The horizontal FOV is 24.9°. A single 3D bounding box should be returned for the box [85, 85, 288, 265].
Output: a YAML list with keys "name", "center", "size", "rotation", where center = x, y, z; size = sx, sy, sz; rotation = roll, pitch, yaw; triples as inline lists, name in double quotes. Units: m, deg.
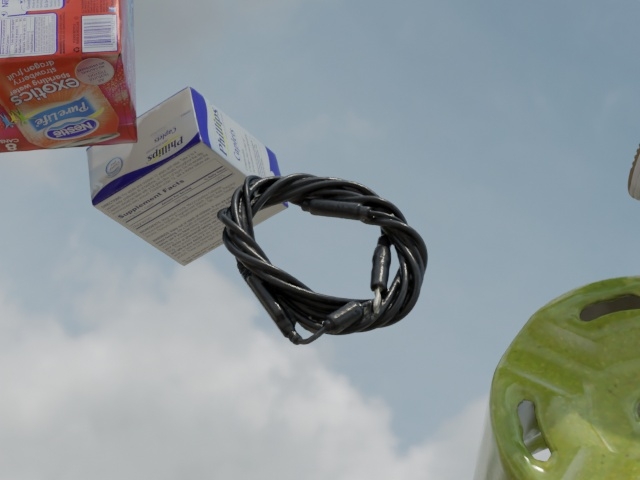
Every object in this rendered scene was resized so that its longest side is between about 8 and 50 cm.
- name: "box"
  center: [-0.122, -0.056, 1.322]
  size: [0.126, 0.072, 0.137]
  rotation: [-29, -39, 20]

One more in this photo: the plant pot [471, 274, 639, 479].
- name: "plant pot"
  center: [0.197, 0.164, 0.892]
  size: [0.276, 0.276, 0.254]
  rotation: [7, -38, 15]

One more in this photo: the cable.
- name: "cable"
  center: [0.000, 0.000, 1.195]
  size: [0.150, 0.184, 0.047]
  rotation: [-25, -35, -19]

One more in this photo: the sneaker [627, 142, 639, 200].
- name: "sneaker"
  center: [0.227, -0.063, 0.815]
  size: [0.067, 0.118, 0.042]
  rotation: [33, 7, 21]

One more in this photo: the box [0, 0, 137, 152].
- name: "box"
  center: [-0.228, -0.212, 1.248]
  size: [0.128, 0.257, 0.123]
  rotation: [-5, -34, -3]
